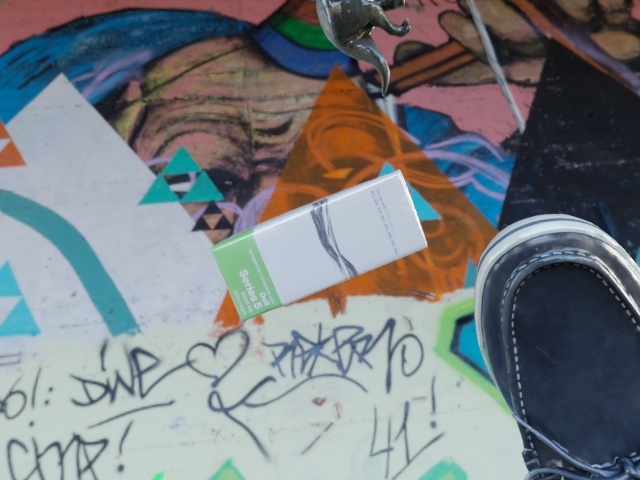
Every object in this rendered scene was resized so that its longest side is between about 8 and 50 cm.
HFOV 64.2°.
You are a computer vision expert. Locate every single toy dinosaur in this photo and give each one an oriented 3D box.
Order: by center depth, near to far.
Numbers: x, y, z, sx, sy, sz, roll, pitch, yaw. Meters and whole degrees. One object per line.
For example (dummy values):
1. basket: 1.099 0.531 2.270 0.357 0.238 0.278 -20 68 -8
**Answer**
1. toy dinosaur: 0.054 -0.391 0.818 0.160 0.121 0.313 -8 -68 7

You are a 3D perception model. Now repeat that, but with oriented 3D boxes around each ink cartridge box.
1. ink cartridge box: 0.000 0.000 0.762 0.273 0.115 0.198 -22 5 2

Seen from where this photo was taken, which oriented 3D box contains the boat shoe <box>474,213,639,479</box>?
1. boat shoe: 0.292 0.209 0.517 0.186 0.156 0.500 -17 -75 14
